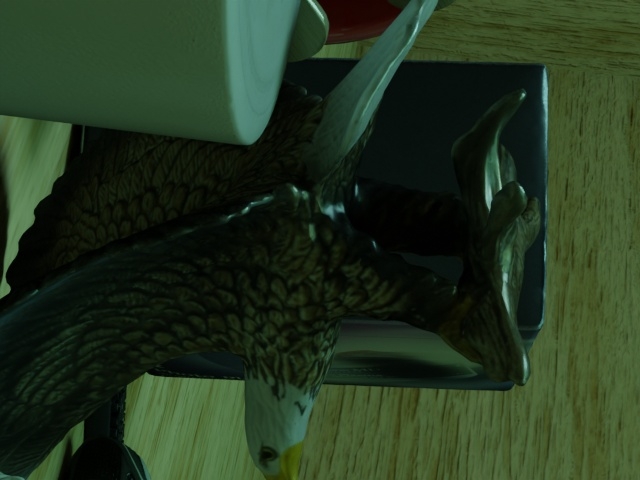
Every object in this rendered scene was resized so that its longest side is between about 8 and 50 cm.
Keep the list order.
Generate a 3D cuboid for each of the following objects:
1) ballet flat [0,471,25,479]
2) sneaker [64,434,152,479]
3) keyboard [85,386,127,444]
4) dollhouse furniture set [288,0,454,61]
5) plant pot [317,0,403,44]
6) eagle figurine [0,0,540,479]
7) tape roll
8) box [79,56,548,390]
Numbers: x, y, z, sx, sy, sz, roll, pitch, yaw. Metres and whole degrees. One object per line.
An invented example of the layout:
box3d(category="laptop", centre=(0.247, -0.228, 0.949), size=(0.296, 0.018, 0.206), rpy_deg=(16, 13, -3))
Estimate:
box3d(category="ballet flat", centre=(-0.160, 0.272, 0.599), size=(0.147, 0.147, 0.409), rpy_deg=(-67, 165, -74))
box3d(category="sneaker", centre=(-0.154, 0.207, 1.003), size=(0.077, 0.072, 0.178), rpy_deg=(71, 19, -57))
box3d(category="keyboard", centre=(-0.161, 0.173, 1.138), size=(0.108, 0.023, 0.180), rpy_deg=(-70, 166, -70))
box3d(category="dollhouse furniture set", centre=(-0.007, -0.172, 0.810), size=(0.161, 0.242, 0.212), rpy_deg=(49, 38, -37))
box3d(category="plant pot", centre=(-0.007, -0.299, 0.990), size=(0.243, 0.274, 0.275), rpy_deg=(-95, -172, -58))
box3d(category="eagle figurine", centre=(-0.052, 0.020, 0.703), size=(0.226, 0.298, 0.225), rpy_deg=(60, 31, -69))
box3d(category="tape roll", centre=(-0.090, -0.164, 0.543), size=(0.246, 0.169, 0.246), rpy_deg=(7, 90, -85))
box3d(category="box", centre=(0.000, 0.000, 1.074), size=(0.294, 0.296, 0.183), rpy_deg=(74, 18, -76))
